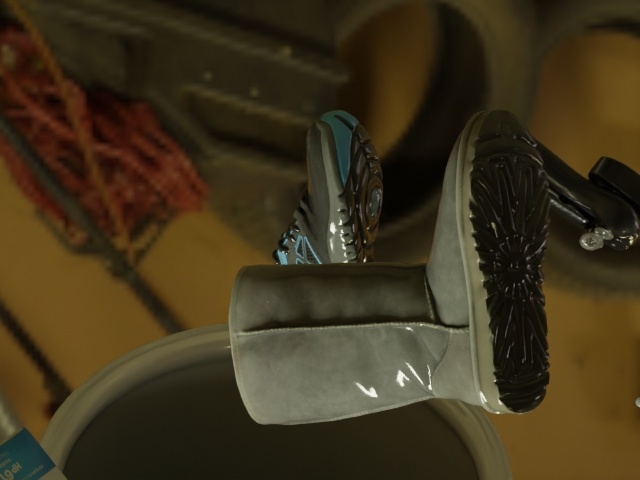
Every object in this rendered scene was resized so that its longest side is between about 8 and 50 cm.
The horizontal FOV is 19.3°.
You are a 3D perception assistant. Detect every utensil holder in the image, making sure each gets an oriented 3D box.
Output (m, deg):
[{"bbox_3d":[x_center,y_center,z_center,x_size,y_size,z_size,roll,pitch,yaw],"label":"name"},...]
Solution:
[{"bbox_3d":[-0.038,0.308,1.380,0.328,0.385,0.327,1,-145,-1],"label":"utensil holder"}]

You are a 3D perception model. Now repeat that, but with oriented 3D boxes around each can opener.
[{"bbox_3d":[0.205,-0.051,1.624,0.186,0.073,0.059,29,148,-14],"label":"can opener"}]

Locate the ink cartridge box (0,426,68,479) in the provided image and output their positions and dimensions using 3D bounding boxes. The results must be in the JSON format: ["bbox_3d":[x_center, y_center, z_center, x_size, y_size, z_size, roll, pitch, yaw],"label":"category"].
[{"bbox_3d":[-0.162,0.179,1.024,0.088,0.122,0.052,-40,180,29],"label":"ink cartridge box"}]

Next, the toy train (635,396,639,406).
[{"bbox_3d":[0.329,0.155,1.813,0.024,0.017,0.083,7,-178,36],"label":"toy train"}]

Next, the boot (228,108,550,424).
[{"bbox_3d":[0.036,0.021,1.125,0.076,0.189,0.208,4,177,-43],"label":"boot"}]

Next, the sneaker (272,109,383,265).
[{"bbox_3d":[0.000,0.000,2.258,0.140,0.341,0.125,9,-147,22],"label":"sneaker"}]
